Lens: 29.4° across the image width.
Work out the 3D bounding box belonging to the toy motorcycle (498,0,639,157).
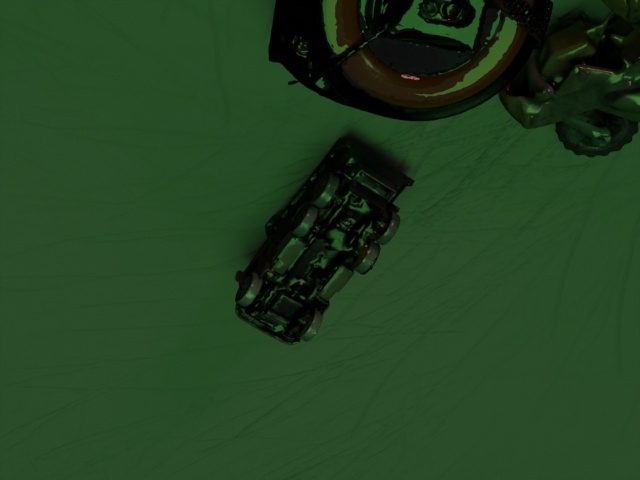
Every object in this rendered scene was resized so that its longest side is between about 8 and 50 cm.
[{"bbox_3d":[0.221,-0.159,0.983,0.130,0.094,0.229,9,134,-5],"label":"toy motorcycle"}]

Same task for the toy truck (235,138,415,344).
[{"bbox_3d":[0.000,0.000,1.119,0.083,0.092,0.192,30,114,-18],"label":"toy truck"}]

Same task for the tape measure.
[{"bbox_3d":[0.068,-0.196,0.944,0.223,0.135,0.202,5,117,-6],"label":"tape measure"}]
